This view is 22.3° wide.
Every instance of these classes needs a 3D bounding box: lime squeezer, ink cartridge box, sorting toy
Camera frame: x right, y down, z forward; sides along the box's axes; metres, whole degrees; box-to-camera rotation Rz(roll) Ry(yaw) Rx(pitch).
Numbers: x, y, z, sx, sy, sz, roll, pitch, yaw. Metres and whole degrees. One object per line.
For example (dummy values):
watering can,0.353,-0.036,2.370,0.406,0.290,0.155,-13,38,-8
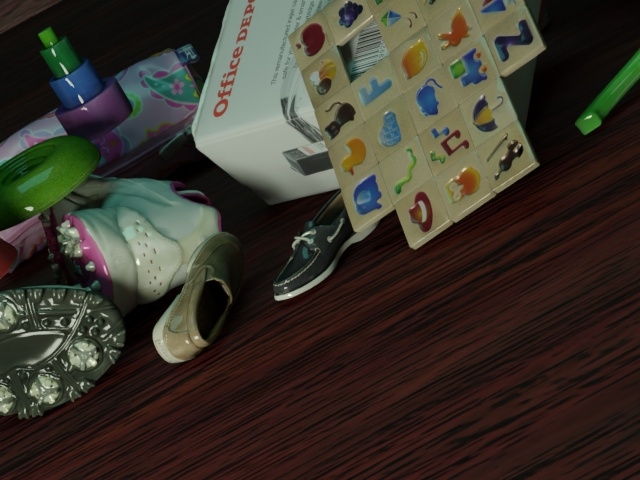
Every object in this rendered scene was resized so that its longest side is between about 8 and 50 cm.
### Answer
lime squeezer,0.288,-0.185,1.334,0.110,0.059,0.310,-52,5,36
ink cartridge box,0.042,-0.160,1.382,0.272,0.114,0.197,-12,52,37
sorting toy,-0.279,-0.075,1.359,0.127,0.126,0.365,-17,25,32

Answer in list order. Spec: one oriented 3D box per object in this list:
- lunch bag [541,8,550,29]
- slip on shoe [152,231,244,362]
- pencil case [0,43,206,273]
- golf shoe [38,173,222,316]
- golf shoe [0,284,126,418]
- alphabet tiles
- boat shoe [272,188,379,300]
lunch bag,0.062,-0.278,1.564,0.287,0.235,0.169,-8,22,45
slip on shoe,-0.084,0.040,1.249,0.041,0.051,0.135,-21,23,35
pencil case,-0.231,-0.083,1.651,0.284,0.124,0.124,-30,20,-8
golf shoe,-0.171,-0.006,1.431,0.140,0.115,0.306,-17,19,-15
golf shoe,-0.272,0.089,1.309,0.272,0.105,0.120,-21,16,19
alphabet tiles,0.079,-0.120,1.226,0.198,0.009,0.237,-35,56,26
boat shoe,0.000,0.000,1.256,0.046,0.038,0.125,-5,30,49
